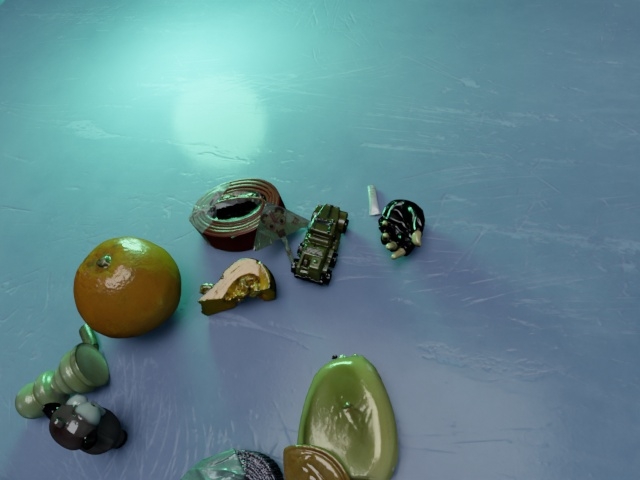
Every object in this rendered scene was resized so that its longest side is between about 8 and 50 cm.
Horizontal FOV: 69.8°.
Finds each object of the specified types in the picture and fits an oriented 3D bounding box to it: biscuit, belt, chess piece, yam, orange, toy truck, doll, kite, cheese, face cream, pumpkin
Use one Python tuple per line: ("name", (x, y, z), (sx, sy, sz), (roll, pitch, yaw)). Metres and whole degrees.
("biscuit", (-0.002, 0.562, 1.060), (0.142, 0.029, 0.221), (-43, 70, 3))
("belt", (-0.279, -0.082, 1.536), (0.323, 0.115, 0.228), (-13, 59, 6))
("chess piece", (-0.781, 0.431, 1.363), (0.251, 0.144, 0.145), (-32, 60, 1))
("yam", (-0.738, 0.315, 1.461), (0.043, 0.043, 0.094), (-36, 59, -8))
("orange", (-0.577, 0.139, 1.379), (0.311, 0.312, 0.313), (-5, 61, 10))
("toy truck", (0.001, 0.000, 1.414), (0.127, 0.127, 0.257), (16, 62, 10))
("belt", (-0.234, 0.664, 1.113), (0.260, 0.122, 0.325), (41, 77, 23))
("doll", (-0.612, 0.494, 1.210), (0.181, 0.257, 0.117), (22, 61, 23))
("kite", (-0.116, -0.012, 1.447), (0.229, 0.012, 0.250), (-25, 94, -30))
("cheese", (0.068, 0.444, 1.164), (0.259, 0.128, 0.316), (-2, 59, 14))
("face cream", (0.175, -0.133, 1.518), (0.038, 0.020, 0.115), (-8, 63, 7))
("pumpkin", (-0.259, 0.137, 1.407), (0.247, 0.131, 0.126), (-13, 68, 0))

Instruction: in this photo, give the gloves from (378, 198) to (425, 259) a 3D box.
("gloves", (0.238, -0.027, 1.386), (0.164, 0.124, 0.204), (5, 62, 35))
